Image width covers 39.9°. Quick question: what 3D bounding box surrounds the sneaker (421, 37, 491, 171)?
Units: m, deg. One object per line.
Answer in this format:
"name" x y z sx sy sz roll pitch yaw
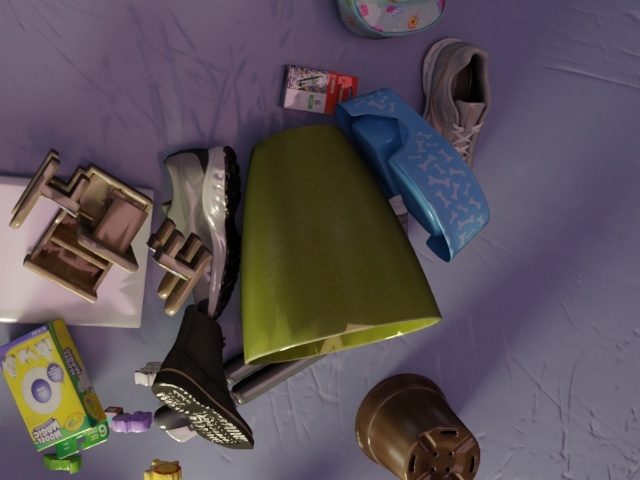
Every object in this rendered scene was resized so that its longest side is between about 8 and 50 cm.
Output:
"sneaker" 0.200 -0.169 1.317 0.099 0.121 0.262 -4 103 -16

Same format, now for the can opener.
"can opener" -0.115 0.215 1.323 0.280 0.093 0.074 -30 104 -12

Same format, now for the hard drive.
"hard drive" -0.396 0.014 1.214 0.308 0.040 0.202 4 101 -18

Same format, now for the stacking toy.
"stacking toy" -0.305 0.255 1.246 0.221 0.052 0.166 1 102 14

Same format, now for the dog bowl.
"dog bowl" 0.121 -0.097 1.166 0.074 0.297 0.166 -31 133 -4

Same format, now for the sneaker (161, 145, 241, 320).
"sneaker" -0.172 -0.004 1.262 0.108 0.100 0.271 3 105 7

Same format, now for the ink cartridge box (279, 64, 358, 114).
"ink cartridge box" 0.001 -0.218 1.293 0.115 0.029 0.062 6 100 -18

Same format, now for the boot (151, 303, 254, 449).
"boot" -0.142 0.195 1.238 0.077 0.137 0.198 -10 136 27

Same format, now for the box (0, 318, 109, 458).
"box" -0.368 0.210 1.214 0.105 0.043 0.179 -26 90 21

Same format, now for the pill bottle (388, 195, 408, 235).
"pill bottle" 0.094 -0.019 1.340 0.078 0.078 0.137 -5 104 -16

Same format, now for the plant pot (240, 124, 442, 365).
"plant pot" 0.000 0.000 1.225 0.275 0.275 0.293 -10 78 -15

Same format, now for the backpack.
"backpack" 0.100 -0.377 1.231 0.166 0.144 0.188 -12 108 -20

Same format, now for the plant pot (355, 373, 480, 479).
"plant pot" 0.159 0.316 1.388 0.167 0.165 0.166 -3 102 -16

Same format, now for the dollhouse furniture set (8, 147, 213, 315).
"dollhouse furniture set" -0.283 0.010 1.097 0.212 0.242 0.161 32 91 -20
